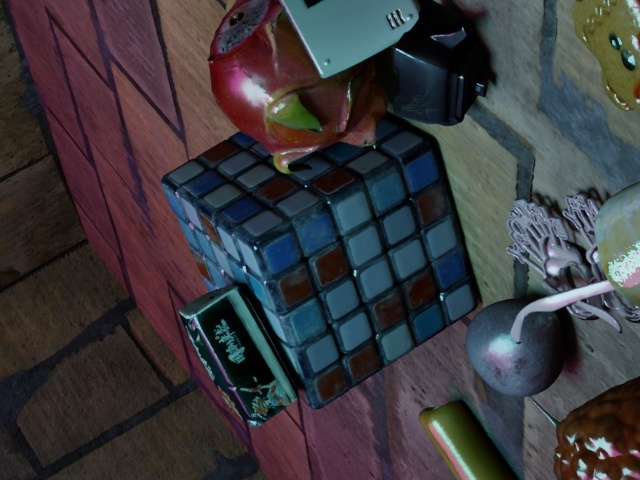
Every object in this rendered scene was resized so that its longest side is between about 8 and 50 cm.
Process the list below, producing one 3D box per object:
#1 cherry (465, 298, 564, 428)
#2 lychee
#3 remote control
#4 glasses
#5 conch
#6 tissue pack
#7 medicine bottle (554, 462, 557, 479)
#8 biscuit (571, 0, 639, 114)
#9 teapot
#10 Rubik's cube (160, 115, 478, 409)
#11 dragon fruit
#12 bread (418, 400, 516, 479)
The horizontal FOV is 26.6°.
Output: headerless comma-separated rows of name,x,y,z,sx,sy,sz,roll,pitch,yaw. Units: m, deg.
cherry,0.269,0.152,1.692,0.188,0.115,0.148,48,122,9
lychee,0.379,0.233,1.322,0.255,0.299,0.255,-177,90,-77
remote control,-0.017,-0.365,1.543,0.344,0.145,0.050,62,-170,-7
glasses,0.263,0.029,1.510,0.162,0.095,0.255,69,160,-4
conch,0.328,0.004,1.174,0.158,0.127,0.255,35,161,-1
tissue pack,-0.108,0.147,1.754,0.170,0.090,0.103,62,164,-9
medicine bottle,0.362,0.265,1.534,0.143,0.147,0.147,9,128,63
biscuit,0.306,-0.141,1.207,0.226,0.036,0.166,56,161,7
teapot,0.142,-0.187,1.513,0.096,0.087,0.177,25,151,17
Rubik's cube,0.000,0.000,1.850,0.287,0.293,0.292,35,149,52
dragon fruit,-0.029,-0.212,1.704,0.227,0.224,0.224,47,174,-40
bread,0.244,0.352,2.110,0.239,0.074,0.092,56,-163,10
